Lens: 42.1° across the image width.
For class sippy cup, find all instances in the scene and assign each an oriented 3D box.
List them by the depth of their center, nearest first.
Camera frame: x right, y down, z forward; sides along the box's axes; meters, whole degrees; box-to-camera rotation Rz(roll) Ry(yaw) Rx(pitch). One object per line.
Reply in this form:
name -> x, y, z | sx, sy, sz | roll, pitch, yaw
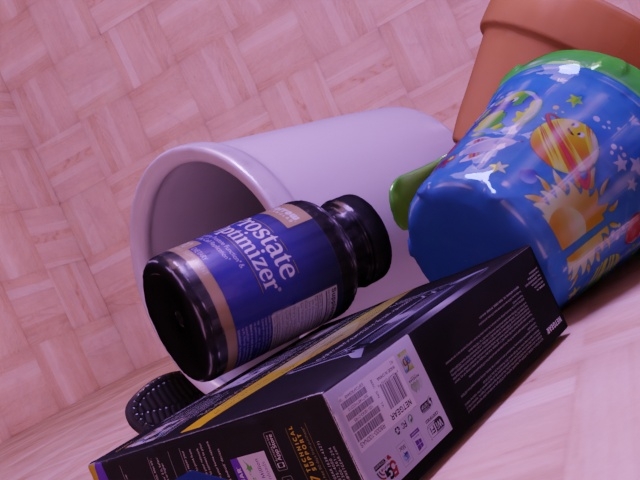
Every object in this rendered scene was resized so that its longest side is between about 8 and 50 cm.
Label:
sippy cup -> 0.210, -0.037, 0.813 | 0.224, 0.240, 0.305 | -38, -8, -34

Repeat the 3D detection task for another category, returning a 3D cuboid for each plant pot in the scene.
plant pot -> 0.299, -0.166, 1.041 | 0.204, 0.290, 0.291 | -59, -4, 6

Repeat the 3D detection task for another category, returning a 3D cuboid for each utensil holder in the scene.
utensil holder -> 0.000, 0.000, 1.109 | 0.385, 0.328, 0.327 | -21, -3, -43

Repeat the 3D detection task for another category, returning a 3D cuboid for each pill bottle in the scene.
pill bottle -> -0.044, 0.034, 0.781 | 0.219, 0.123, 0.123 | -24, 0, -31

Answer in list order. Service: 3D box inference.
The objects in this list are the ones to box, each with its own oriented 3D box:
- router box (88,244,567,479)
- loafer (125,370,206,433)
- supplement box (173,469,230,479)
router box -> 0.018, 0.116, 0.636 | 0.243, 0.081, 0.308 | -25, -1, 39
loafer -> -0.182, 0.221, 1.169 | 0.220, 0.080, 0.078 | -17, -15, -43
supplement box -> -0.048, 0.143, 0.326 | 0.056, 0.083, 0.083 | -24, 0, -25
